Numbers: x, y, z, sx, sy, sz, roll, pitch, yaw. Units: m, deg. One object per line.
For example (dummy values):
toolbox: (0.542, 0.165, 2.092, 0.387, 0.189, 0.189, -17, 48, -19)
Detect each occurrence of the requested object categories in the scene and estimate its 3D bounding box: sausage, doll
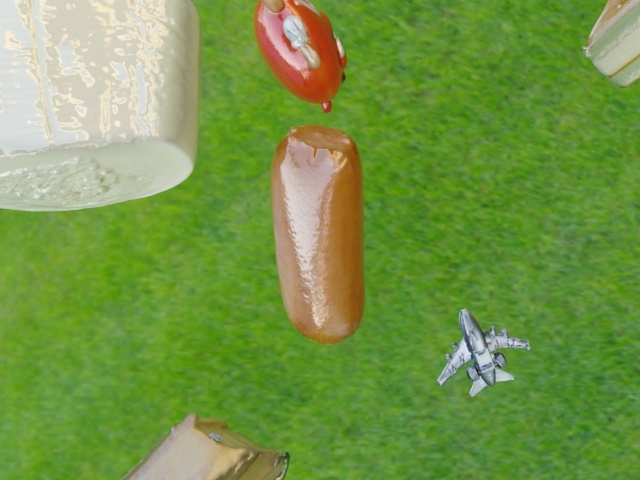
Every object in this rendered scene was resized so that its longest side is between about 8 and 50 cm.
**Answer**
sausage: (0.000, 0.000, 0.995, 0.076, 0.076, 0.197, 31, 136, 41)
doll: (-0.034, -0.229, 1.322, 0.085, 0.217, 0.183, -34, 22, 4)

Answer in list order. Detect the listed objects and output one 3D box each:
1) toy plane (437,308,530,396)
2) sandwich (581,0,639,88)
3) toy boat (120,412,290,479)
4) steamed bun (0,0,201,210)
toy plane: (0.124, 0.086, 0.944, 0.078, 0.083, 0.031, -24, 39, -1)
sandwich: (0.349, -0.231, 1.192, 0.163, 0.079, 0.113, -58, 30, -10)
toy boat: (-0.217, 0.362, 1.307, 0.136, 0.445, 0.162, 24, 142, 30)
steamed bun: (-0.228, -0.127, 1.044, 0.155, 0.250, 0.200, 123, 144, -64)
